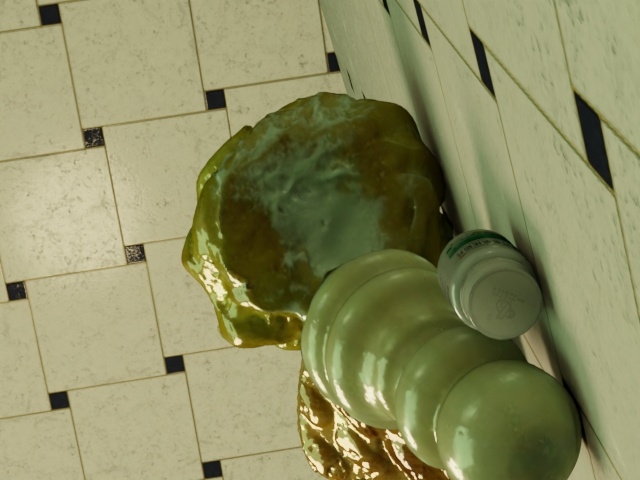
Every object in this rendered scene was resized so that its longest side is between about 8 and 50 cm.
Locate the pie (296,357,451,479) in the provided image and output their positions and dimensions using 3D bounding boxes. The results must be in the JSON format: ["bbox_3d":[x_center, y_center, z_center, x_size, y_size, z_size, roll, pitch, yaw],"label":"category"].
[{"bbox_3d":[0.112,0.213,1.560,0.083,0.339,0.339,-36,-66,-47],"label":"pie"}]

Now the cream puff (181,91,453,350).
[{"bbox_3d":[0.000,0.000,1.750,0.275,0.378,0.378,149,104,-84],"label":"cream puff"}]

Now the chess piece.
[{"bbox_3d":[0.123,0.142,1.265,0.330,0.182,0.182,37,149,60],"label":"chess piece"}]

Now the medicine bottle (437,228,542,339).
[{"bbox_3d":[0.153,0.040,1.183,0.130,0.080,0.080,-109,1,-78],"label":"medicine bottle"}]
